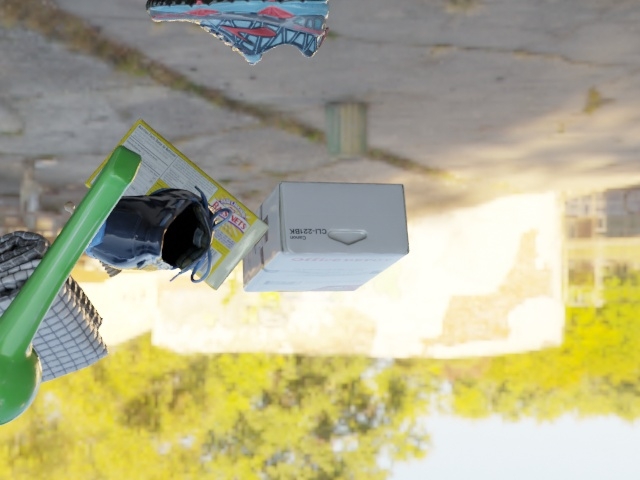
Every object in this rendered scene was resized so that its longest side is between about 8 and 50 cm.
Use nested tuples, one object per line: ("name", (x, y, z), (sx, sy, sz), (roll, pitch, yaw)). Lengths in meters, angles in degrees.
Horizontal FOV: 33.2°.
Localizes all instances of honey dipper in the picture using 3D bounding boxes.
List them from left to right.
("honey dipper", (-0.410, -0.005, 1.930), (0.030, 0.160, 0.030), (-26, -159, 11))

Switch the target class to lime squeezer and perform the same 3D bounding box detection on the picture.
("lime squeezer", (-0.192, 0.060, 0.592), (0.059, 0.110, 0.310), (16, 148, -29))

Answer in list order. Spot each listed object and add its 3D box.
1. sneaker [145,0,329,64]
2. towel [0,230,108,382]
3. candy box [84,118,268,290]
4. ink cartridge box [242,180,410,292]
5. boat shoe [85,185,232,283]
("sneaker", (-0.118, -0.305, 1.526), (0.262, 0.125, 0.104), (3, -146, 3))
("towel", (-0.463, 0.118, 1.469), (0.284, 0.121, 0.235), (-20, 146, -3))
("candy box", (-0.174, -0.043, 1.309), (0.206, 0.105, 0.027), (41, 172, -9))
("ink cartridge box", (0.000, 0.000, 1.658), (0.197, 0.114, 0.273), (0, 166, -16))
("boat shoe", (-0.152, 0.003, 1.106), (0.089, 0.109, 0.258), (12, -168, 13))
